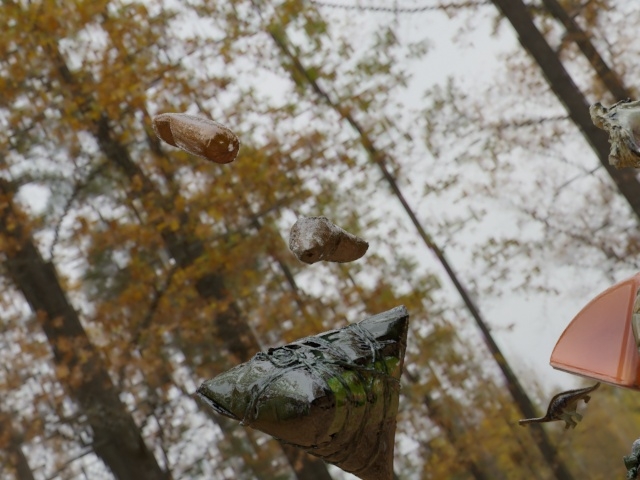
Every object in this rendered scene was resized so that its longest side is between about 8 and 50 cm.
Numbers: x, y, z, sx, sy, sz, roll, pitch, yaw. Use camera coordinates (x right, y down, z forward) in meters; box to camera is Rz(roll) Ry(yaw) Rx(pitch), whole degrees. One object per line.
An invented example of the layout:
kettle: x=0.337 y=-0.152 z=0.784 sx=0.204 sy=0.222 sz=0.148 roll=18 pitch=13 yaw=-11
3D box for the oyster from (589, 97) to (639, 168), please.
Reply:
oyster: x=0.545 y=-0.184 z=1.990 sx=0.163 sy=0.191 sz=0.081 roll=-39 pitch=-23 yaw=-18

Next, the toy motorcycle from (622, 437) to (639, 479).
toy motorcycle: x=0.739 y=0.443 z=2.291 sx=0.275 sy=0.127 sz=0.205 roll=24 pitch=-35 yaw=-28

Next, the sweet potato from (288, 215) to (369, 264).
sweet potato: x=-0.002 y=-0.002 z=2.338 sx=0.092 sy=0.114 sz=0.341 roll=-62 pitch=-17 yaw=9

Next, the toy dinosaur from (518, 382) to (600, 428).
toy dinosaur: x=0.355 y=0.238 z=1.663 sx=0.058 sy=0.037 sz=0.180 roll=29 pitch=-50 yaw=-16

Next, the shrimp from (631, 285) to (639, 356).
shrimp: x=0.391 y=0.064 z=1.263 sx=0.051 sy=0.115 sz=0.217 roll=-19 pitch=37 yaw=48

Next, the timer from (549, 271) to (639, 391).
timer: x=0.465 y=0.153 z=1.553 sx=0.257 sy=0.161 sz=0.250 roll=10 pitch=-17 yaw=-11

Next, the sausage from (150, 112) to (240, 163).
sausage: x=-0.163 y=-0.138 z=1.551 sx=0.054 sy=0.183 sz=0.062 roll=-42 pitch=-56 yaw=-20

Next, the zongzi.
zongzi: x=0.028 y=0.337 z=2.162 sx=0.383 sy=0.362 sz=0.319 roll=-14 pitch=11 yaw=-37
